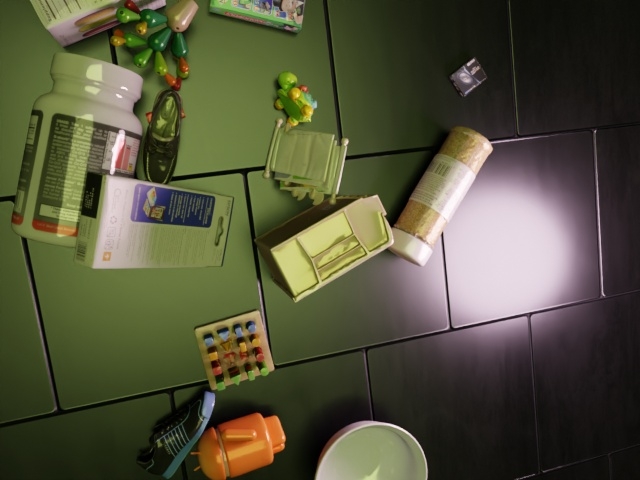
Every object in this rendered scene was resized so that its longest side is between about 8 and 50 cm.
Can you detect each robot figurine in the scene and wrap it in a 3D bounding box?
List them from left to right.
[{"bbox_3d":[-0.197,0.491,1.264,0.220,0.158,0.128,-13,89,-19],"label":"robot figurine"}]

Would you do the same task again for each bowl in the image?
[{"bbox_3d":[0.112,0.585,1.359,0.298,0.134,0.297,-2,96,-14],"label":"bowl"}]

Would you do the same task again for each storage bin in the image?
[{"bbox_3d":[0.000,0.000,1.201,0.261,0.262,0.123,-30,100,-10],"label":"storage bin"}]

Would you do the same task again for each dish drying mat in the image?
[{"bbox_3d":[-0.353,-0.286,1.206,0.083,0.008,0.032,-19,101,-12],"label":"dish drying mat"}]

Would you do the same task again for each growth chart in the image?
[{"bbox_3d":[-0.040,-0.179,1.213,0.021,0.237,0.171,10,100,-55],"label":"growth chart"}]

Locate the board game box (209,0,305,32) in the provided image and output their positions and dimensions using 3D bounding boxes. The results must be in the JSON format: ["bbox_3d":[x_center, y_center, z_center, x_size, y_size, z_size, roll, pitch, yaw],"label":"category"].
[{"bbox_3d":[-0.126,-0.662,1.207,0.214,0.046,0.317,8,94,-15],"label":"board game box"}]

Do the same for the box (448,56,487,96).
[{"bbox_3d":[0.385,-0.427,1.382,0.083,0.018,0.067,-39,104,-8],"label":"box"}]

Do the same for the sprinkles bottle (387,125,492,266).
[{"bbox_3d":[0.296,-0.111,1.339,0.121,0.121,0.355,32,87,-16],"label":"sprinkles bottle"}]

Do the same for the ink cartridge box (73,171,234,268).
[{"bbox_3d":[-0.333,-0.031,1.124,0.371,0.069,0.175,5,96,-59],"label":"ink cartridge box"}]

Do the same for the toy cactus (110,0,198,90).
[{"bbox_3d":[-0.331,-0.437,1.119,0.180,0.112,0.219,-50,140,0],"label":"toy cactus"}]

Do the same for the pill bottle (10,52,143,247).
[{"bbox_3d":[-0.483,-0.175,1.079,0.210,0.210,0.362,12,93,-16],"label":"pill bottle"}]

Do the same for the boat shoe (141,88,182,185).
[{"bbox_3d":[-0.353,-0.227,1.174,0.080,0.073,0.223,10,97,-15],"label":"boat shoe"}]

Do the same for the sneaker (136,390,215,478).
[{"bbox_3d":[-0.342,0.451,1.251,0.091,0.081,0.232,33,87,-21],"label":"sneaker"}]

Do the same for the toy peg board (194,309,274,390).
[{"bbox_3d":[-0.202,0.271,1.270,0.161,0.079,0.160,-15,100,-13],"label":"toy peg board"}]

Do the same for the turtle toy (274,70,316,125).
[{"bbox_3d":[-0.059,-0.335,1.243,0.066,0.095,0.130,-45,107,-29],"label":"turtle toy"}]

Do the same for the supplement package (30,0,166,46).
[{"bbox_3d":[-0.463,-0.521,1.084,0.244,0.139,0.133,-27,100,-9],"label":"supplement package"}]
